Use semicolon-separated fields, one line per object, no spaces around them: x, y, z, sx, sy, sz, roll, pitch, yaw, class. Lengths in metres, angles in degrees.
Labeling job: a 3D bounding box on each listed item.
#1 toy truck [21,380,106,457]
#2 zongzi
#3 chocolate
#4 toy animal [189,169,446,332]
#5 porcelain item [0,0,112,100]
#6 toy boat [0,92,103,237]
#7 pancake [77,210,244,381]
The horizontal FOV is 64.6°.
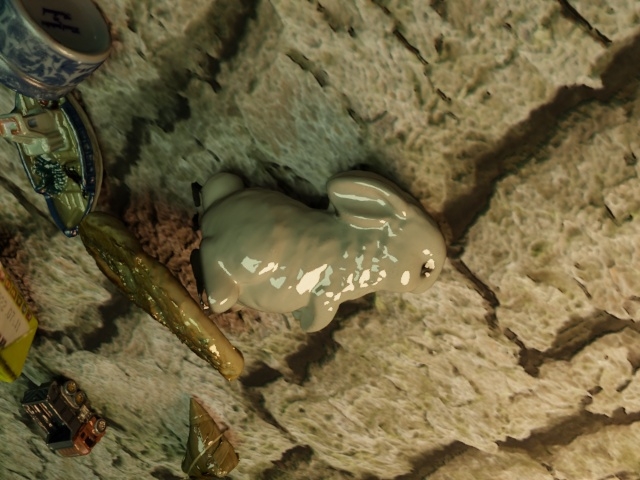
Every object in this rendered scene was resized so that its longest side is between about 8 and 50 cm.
-0.567;0.393;1.120;0.083;0.092;0.192;-15;116;19;toy truck
-0.280;0.439;1.112;0.189;0.081;0.178;-33;87;41;zongzi
-0.710;0.111;0.932;0.300;0.137;0.289;14;138;6;chocolate
0.000;0.000;0.739;0.356;0.194;0.258;-11;93;1;toy animal
-0.369;-0.270;0.667;0.114;0.147;0.147;-28;110;26;porcelain item
-0.414;-0.131;0.773;0.114;0.115;0.262;-3;119;14;toy boat
-0.251;0.093;0.800;0.356;0.065;0.356;38;159;18;pancake
